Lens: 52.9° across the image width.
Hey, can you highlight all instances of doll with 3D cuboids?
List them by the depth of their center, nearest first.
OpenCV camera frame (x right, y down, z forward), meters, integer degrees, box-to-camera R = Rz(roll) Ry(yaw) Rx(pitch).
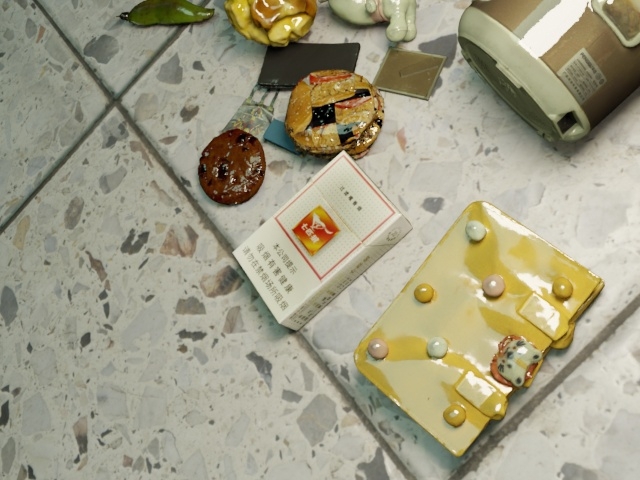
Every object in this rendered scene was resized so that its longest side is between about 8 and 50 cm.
[{"bbox_3d":[0.115,-0.545,1.468,0.275,0.154,0.113,36,127,32],"label":"doll"}]

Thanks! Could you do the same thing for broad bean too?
[{"bbox_3d":[-0.443,-0.648,1.821,0.338,0.061,0.077,7,82,29],"label":"broad bean"}]

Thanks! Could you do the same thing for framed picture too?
[{"bbox_3d":[0.195,-0.374,1.433,0.149,0.011,0.109,21,83,31],"label":"framed picture"}]

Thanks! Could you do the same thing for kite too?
[{"bbox_3d":[-0.153,-0.331,1.587,0.141,0.015,0.245,23,84,27],"label":"kite"}]

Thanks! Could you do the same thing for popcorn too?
[{"bbox_3d":[-0.120,-0.614,1.528,0.225,0.265,0.332,-8,41,15],"label":"popcorn"}]

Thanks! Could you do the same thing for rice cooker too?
[{"bbox_3d":[0.442,-0.379,1.118,0.325,0.335,0.335,-43,59,12],"label":"rice cooker"}]

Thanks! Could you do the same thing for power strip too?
[{"bbox_3d":[-0.077,-0.242,1.507,0.123,0.032,0.056,29,87,31],"label":"power strip"}]

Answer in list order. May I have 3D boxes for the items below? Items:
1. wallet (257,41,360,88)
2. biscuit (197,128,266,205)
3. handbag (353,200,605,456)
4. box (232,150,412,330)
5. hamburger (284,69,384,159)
[{"bbox_3d":[-0.028,-0.422,1.545,0.244,0.025,0.124,6,73,23],"label":"wallet"},{"bbox_3d":[-0.212,-0.176,1.537,0.191,0.049,0.192,-5,77,22],"label":"biscuit"},{"bbox_3d":[0.275,0.148,1.144,0.283,0.133,0.401,41,93,27],"label":"handbag"},{"bbox_3d":[0.000,0.000,1.348,0.330,0.095,0.210,-41,60,6],"label":"box"},{"bbox_3d":[0.029,-0.283,1.414,0.230,0.107,0.231,-5,74,16],"label":"hamburger"}]
